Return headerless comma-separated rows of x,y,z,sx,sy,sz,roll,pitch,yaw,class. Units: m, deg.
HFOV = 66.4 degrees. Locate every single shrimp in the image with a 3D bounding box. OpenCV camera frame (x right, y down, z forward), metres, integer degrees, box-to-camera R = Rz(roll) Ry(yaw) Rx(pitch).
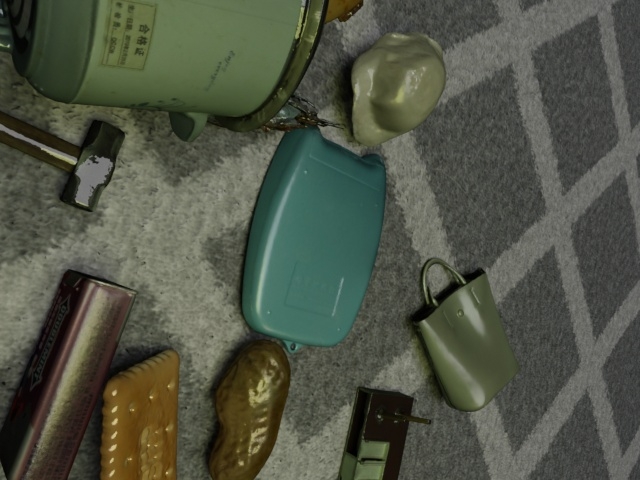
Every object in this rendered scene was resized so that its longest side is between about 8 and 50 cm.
-0.069,-0.195,0.735,0.232,0.090,0.079,7,71,-20,shrimp

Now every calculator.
0.000,0.000,0.830,0.256,0.054,0.387,20,81,-36,calculator

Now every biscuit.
-0.224,0.279,0.628,0.160,0.030,0.250,-8,100,-78,biscuit

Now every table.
0.120,0.410,0.903,0.121,0.111,0.241,18,81,-35,table

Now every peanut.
-0.110,0.259,0.734,0.108,0.095,0.226,13,88,-21,peanut

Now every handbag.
0.306,0.183,1.041,0.241,0.109,0.316,-29,105,-33,handbag

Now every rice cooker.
-0.136,-0.246,0.459,0.316,0.264,0.317,-21,127,-30,rice cooker

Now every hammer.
-0.402,-0.152,0.524,0.365,0.043,0.111,27,77,-34,hammer

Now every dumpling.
0.138,-0.281,0.872,0.250,0.132,0.162,-47,125,-15,dumpling

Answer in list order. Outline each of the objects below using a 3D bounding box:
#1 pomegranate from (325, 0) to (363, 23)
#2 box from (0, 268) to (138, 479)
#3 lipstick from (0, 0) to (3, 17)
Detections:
-0.007,-0.427,0.700,0.248,0.248,0.249,-2,94,-37,pomegranate
-0.297,0.151,0.571,0.069,0.120,0.224,27,75,-39,box
-0.370,-0.261,0.537,0.157,0.048,0.048,30,74,-34,lipstick
